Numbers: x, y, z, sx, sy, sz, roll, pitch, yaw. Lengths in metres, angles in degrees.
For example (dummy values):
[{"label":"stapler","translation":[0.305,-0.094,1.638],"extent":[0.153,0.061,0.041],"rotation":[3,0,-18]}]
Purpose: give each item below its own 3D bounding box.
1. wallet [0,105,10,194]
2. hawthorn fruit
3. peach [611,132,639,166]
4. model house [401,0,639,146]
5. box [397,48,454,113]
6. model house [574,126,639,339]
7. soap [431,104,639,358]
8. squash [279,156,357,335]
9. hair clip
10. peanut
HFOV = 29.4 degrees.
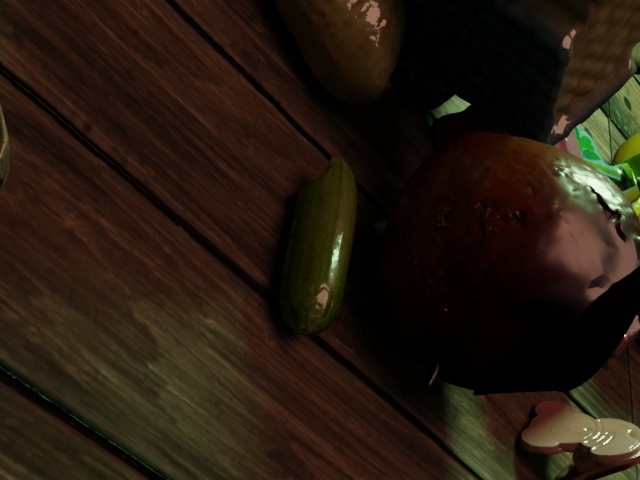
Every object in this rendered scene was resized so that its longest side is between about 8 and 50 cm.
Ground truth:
[{"label":"wallet","translation":[-0.350,-0.093,0.813],"extent":[0.275,0.068,0.335],"rotation":[54,39,-10]},{"label":"hawthorn fruit","translation":[0.214,0.027,1.340],"extent":[0.316,0.316,0.316],"rotation":[35,42,-39]},{"label":"peach","translation":[0.613,-0.078,2.160],"extent":[0.251,0.153,0.251],"rotation":[19,56,-30]},{"label":"model house","translation":[0.264,-0.347,1.500],"extent":[0.395,0.400,0.445],"rotation":[39,26,24]},{"label":"box","translation":[0.165,-0.268,1.724],"extent":[0.132,0.034,0.235],"rotation":[60,32,-7]},{"label":"model house","translation":[0.487,-0.046,1.863],"extent":[0.313,0.242,0.357],"rotation":[18,56,-47]},{"label":"soap","translation":[0.297,-0.008,1.649],"extent":[0.233,0.128,0.359],"rotation":[12,59,-51]},{"label":"squash","translation":[0.000,0.000,1.259],"extent":[0.069,0.069,0.239],"rotation":[45,37,-30]},{"label":"hair clip","translation":[0.328,0.245,1.514],"extent":[0.102,0.138,0.123],"rotation":[57,39,-3]},{"label":"peanut","translation":[0.017,-0.283,1.421],"extent":[0.253,0.137,0.122],"rotation":[60,-11,-9]}]
